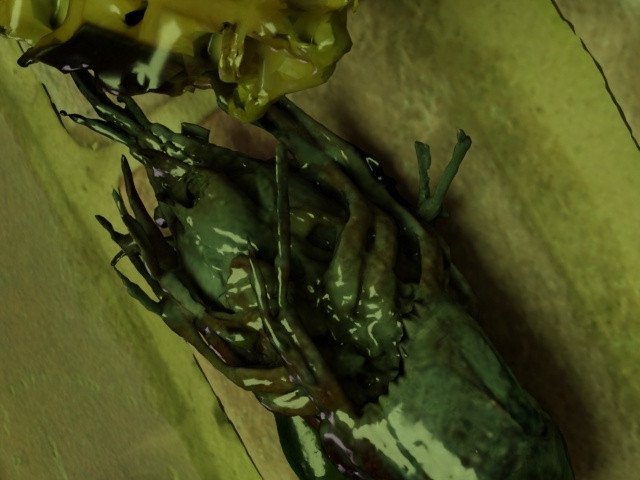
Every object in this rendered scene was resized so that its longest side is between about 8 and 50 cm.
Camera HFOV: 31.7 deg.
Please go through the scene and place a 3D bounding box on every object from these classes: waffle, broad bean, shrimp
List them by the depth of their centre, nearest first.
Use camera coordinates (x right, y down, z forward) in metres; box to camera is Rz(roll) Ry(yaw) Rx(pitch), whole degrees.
[{"bbox_3d":[-0.081,-0.190,0.473,0.312,0.060,0.307,-14,79,35],"label":"waffle"},{"bbox_3d":[0.002,0.002,0.577,0.172,0.137,0.372,-44,84,3],"label":"shrimp"},{"bbox_3d":[-0.041,0.072,0.685,0.227,0.039,0.069,49,123,15],"label":"broad bean"}]
